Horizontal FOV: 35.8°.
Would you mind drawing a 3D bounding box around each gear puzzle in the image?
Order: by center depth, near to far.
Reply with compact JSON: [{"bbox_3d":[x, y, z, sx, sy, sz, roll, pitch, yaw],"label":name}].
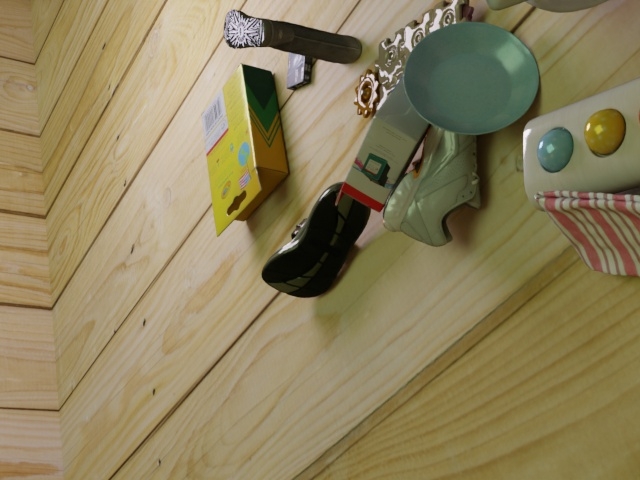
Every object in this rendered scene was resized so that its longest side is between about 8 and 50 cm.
[{"bbox_3d":[0.154,-0.274,1.651,0.339,0.044,0.175,-22,65,57],"label":"gear puzzle"}]

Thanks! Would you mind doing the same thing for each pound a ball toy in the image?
[{"bbox_3d":[0.381,-0.086,1.145,0.319,0.136,0.208,-18,67,56],"label":"pound a ball toy"}]

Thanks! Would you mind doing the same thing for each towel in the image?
[{"bbox_3d":[0.354,-0.002,1.158,0.029,0.144,0.197,-54,30,-18],"label":"towel"}]

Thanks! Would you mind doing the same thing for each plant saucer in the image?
[{"bbox_3d":[0.217,-0.229,1.440,0.037,0.195,0.194,81,-178,-65],"label":"plant saucer"}]

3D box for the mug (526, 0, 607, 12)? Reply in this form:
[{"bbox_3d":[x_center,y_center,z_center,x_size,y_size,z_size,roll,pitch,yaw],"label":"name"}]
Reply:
[{"bbox_3d":[0.334,-0.489,1.239,0.374,0.276,0.328,-23,67,20],"label":"mug"}]

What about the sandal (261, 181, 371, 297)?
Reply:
[{"bbox_3d":[0.002,0.000,1.774,0.303,0.120,0.086,-50,15,37],"label":"sandal"}]

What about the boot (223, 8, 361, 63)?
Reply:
[{"bbox_3d":[-0.055,-0.378,1.844,0.190,0.209,0.076,32,120,50],"label":"boot"}]

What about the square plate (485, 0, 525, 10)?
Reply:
[{"bbox_3d":[0.288,-0.469,1.093,0.049,0.344,0.347,56,-166,-79],"label":"square plate"}]

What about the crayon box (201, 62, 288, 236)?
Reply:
[{"bbox_3d":[-0.161,-0.183,2.085,0.202,0.081,0.318,-42,48,46],"label":"crayon box"}]

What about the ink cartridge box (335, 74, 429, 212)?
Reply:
[{"bbox_3d":[0.108,-0.142,1.561,0.134,0.078,0.231,-56,-5,-36],"label":"ink cartridge box"}]

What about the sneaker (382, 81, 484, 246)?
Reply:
[{"bbox_3d":[0.206,-0.108,1.490,0.121,0.099,0.262,30,94,18],"label":"sneaker"}]

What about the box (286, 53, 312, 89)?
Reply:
[{"bbox_3d":[-0.042,-0.351,1.997,0.067,0.018,0.083,-9,74,57],"label":"box"}]
